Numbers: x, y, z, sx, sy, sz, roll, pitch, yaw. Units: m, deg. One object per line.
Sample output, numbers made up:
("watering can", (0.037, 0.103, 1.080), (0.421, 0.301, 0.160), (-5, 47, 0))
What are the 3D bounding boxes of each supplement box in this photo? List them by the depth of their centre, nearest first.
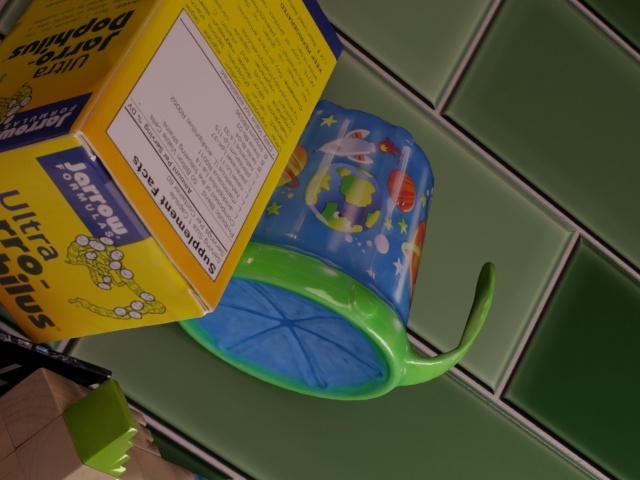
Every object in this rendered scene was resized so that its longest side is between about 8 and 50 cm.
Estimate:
("supplement box", (-0.153, -0.113, 1.307), (0.194, 0.195, 0.356), (57, 39, -30))

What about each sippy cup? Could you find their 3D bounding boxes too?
("sippy cup", (0.000, 0.000, 1.464), (0.305, 0.240, 0.224), (38, 58, -30))

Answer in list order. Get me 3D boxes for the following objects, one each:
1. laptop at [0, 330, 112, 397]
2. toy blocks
("laptop", (-0.326, 0.033, 1.274), (0.264, 0.234, 0.136), (24, 64, -29))
("toy blocks", (-0.249, 0.261, 1.292), (0.381, 0.191, 0.261), (-36, 147, 10))
